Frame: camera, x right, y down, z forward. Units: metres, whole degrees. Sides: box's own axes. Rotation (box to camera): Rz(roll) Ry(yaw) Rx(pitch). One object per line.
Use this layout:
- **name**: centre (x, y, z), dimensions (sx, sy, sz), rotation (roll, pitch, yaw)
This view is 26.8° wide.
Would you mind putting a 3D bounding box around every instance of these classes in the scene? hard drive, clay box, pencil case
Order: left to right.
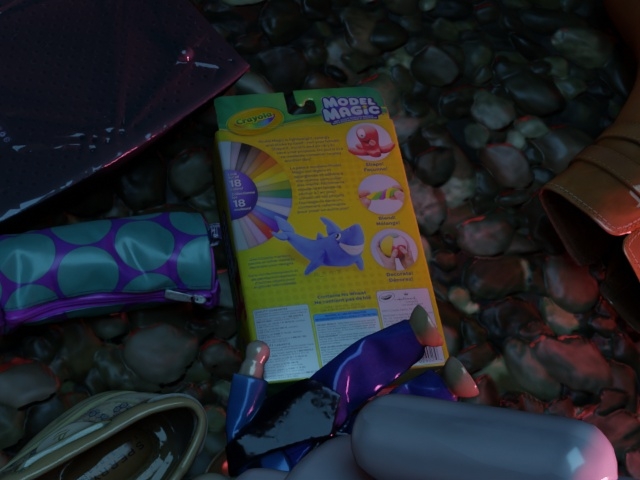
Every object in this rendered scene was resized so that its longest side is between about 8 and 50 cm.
- **hard drive**: centre (-0.196, -0.102, 0.936), dimensions (0.254, 0.054, 0.172), rotation (-35, 71, -25)
- **pencil case**: centre (-0.140, 0.021, 0.867), dimensions (0.151, 0.064, 0.070), rotation (-8, 45, -13)
- **clay box**: centre (0.000, 0.000, 0.910), dimensions (0.127, 0.053, 0.222), rotation (-4, 60, -12)

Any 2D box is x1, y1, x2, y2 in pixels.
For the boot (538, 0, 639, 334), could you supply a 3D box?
- **boot**: centre (0.239, -0.078, 0.981), dimensions (0.220, 0.109, 0.283), rotation (-28, 75, -19)

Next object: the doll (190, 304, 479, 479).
- **doll**: centre (-0.004, 0.113, 0.811), dimensions (0.189, 0.046, 0.129), rotation (-34, 91, -8)

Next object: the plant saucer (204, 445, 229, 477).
- **plant saucer**: centre (-0.034, 0.161, 0.831), dimensions (0.083, 0.015, 0.083), rotation (5, 59, -8)

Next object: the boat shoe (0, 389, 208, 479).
- **boat shoe**: centre (-0.178, 0.179, 0.737), dimensions (0.104, 0.089, 0.285), rotation (48, 60, -9)

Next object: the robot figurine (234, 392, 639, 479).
- **robot figurine**: centre (0.092, 0.210, 0.670), dimensions (0.353, 0.300, 0.200), rotation (5, 32, 28)
